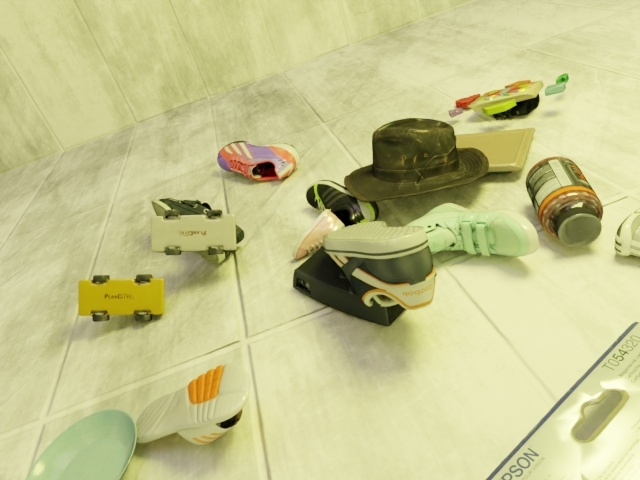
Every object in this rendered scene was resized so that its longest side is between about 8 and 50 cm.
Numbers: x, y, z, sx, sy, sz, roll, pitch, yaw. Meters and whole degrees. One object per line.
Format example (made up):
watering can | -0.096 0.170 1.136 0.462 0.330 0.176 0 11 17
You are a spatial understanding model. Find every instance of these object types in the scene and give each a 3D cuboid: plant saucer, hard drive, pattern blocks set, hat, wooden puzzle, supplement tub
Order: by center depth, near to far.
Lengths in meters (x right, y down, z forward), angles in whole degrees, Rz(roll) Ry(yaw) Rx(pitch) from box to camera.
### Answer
plant saucer | -0.363 0.355 0.785 0.195 0.037 0.194 -18 33 12
supplement tub | 0.453 -0.070 0.942 0.106 0.106 0.197 -10 33 15
hard drive | 0.075 0.064 0.987 0.255 0.054 0.172 17 46 44
hat | 0.206 -0.207 1.158 0.332 0.133 0.331 -12 27 6
wooden puzzle | 0.401 -0.214 1.262 0.221 0.044 0.238 2 33 31
pattern blocks set | 0.522 -0.409 1.432 0.325 0.026 0.285 -10 22 28

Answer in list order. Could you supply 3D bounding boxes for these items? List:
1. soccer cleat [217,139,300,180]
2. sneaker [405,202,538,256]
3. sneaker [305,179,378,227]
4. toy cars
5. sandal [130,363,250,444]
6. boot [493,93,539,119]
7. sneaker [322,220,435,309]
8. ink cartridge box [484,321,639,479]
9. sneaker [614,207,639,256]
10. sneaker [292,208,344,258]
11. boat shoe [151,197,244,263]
soccer cleat | -0.217 -0.240 1.580 0.319 0.108 0.116 6 44 32
sneaker | 0.262 0.003 0.940 0.151 0.094 0.256 -27 22 -23
sneaker | 0.030 -0.081 1.210 0.235 0.084 0.097 17 48 45
toy cars | -0.354 0.055 1.137 0.394 0.176 0.087 -42 -3 -3
sandal | -0.190 0.273 0.801 0.265 0.076 0.101 -27 30 31
boot | 0.550 -0.380 1.434 0.099 0.045 0.121 6 38 45
sneaker | 0.090 0.040 0.868 0.126 0.127 0.321 -18 9 -11
ink cartridge box | 0.397 0.255 0.503 0.324 0.071 0.330 -34 31 -21
sneaker | 0.606 -0.034 0.837 0.229 0.086 0.132 -42 42 -16
sneaker | 0.000 0.000 1.133 0.070 0.051 0.134 38 82 15
boat shoe | -0.317 -0.050 1.314 0.113 0.127 0.340 -36 37 -27
